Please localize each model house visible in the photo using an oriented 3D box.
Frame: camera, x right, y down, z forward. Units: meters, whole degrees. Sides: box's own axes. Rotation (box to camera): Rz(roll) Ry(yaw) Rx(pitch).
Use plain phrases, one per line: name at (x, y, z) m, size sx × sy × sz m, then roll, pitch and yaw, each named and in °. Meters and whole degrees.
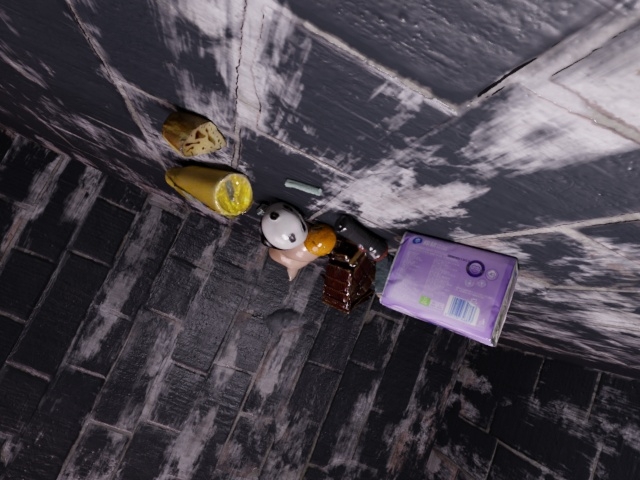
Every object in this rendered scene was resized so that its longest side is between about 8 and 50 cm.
model house at (0.084, 0.146, 1.789) m, size 0.317 × 0.282 × 0.297 m, roll 21°, pitch 168°, yaw 49°
model house at (0.399, 0.176, 1.721) m, size 0.301 × 0.190 × 0.271 m, roll 0°, pitch 157°, yaw 27°

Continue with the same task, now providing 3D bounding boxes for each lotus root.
lotus root at (-0.334, -0.281, 1.067) m, size 0.135 × 0.095 × 0.159 m, roll 27°, pitch -148°, yaw 8°

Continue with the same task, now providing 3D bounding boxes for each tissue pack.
tissue pack at (0.372, 0.135, 1.218) m, size 0.339 × 0.242 × 0.160 m, roll 18°, pitch 170°, yaw 34°

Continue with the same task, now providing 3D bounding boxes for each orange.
orange at (-0.002, 0.000, 1.659) m, size 0.136 × 0.117 × 0.135 m, roll -6°, pitch -156°, yaw 3°

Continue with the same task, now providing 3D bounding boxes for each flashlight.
flashlight at (0.142, -0.007, 1.449) m, size 0.232 × 0.092 × 0.093 m, roll 31°, pitch 168°, yaw -39°

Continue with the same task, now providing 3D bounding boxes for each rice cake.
rice cake at (-0.051, -0.159, 1.242) m, size 0.121 × 0.022 × 0.021 m, roll 19°, pitch 171°, yaw 22°

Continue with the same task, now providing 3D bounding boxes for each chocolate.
chocolate at (-0.440, -0.199, 1.557) m, size 0.446 × 0.162 × 0.162 m, roll 18°, pitch 169°, yaw 41°

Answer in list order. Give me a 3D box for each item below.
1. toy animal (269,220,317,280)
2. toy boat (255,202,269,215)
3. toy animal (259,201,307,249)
toy animal at (-0.101, 0.024, 1.892) m, size 0.326 × 0.237 × 0.269 m, roll 15°, pitch 140°, yaw 53°
toy boat at (-0.240, -0.125, 1.768) m, size 0.066 × 0.059 × 0.140 m, roll 44°, pitch 168°, yaw -13°
toy animal at (-0.145, -0.049, 1.610) m, size 0.187 × 0.165 × 0.235 m, roll 46°, pitch 164°, yaw -5°
